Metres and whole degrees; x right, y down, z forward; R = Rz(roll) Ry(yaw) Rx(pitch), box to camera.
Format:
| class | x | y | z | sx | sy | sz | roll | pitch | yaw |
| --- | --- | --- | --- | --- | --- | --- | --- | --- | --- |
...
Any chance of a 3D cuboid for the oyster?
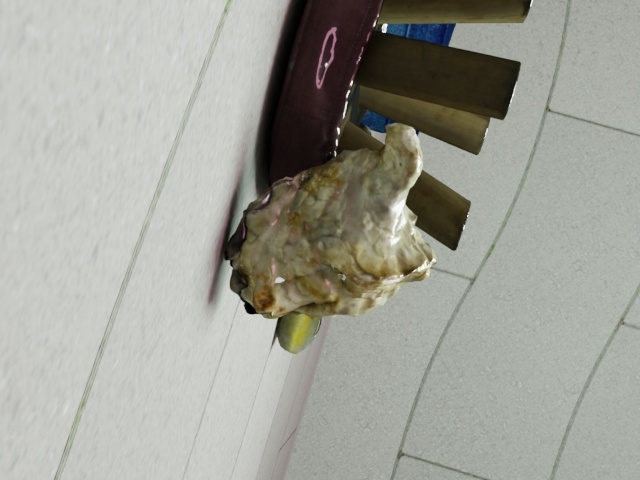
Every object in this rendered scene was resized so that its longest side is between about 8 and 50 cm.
| class | x | y | z | sx | sy | sz | roll | pitch | yaw |
| --- | --- | --- | --- | --- | --- | --- | --- | --- | --- |
| oyster | 0.016 | -0.005 | 0.733 | 0.081 | 0.163 | 0.191 | -126 | -128 | -61 |

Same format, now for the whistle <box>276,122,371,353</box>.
| class | x | y | z | sx | sy | sz | roll | pitch | yaw |
| --- | --- | --- | --- | --- | --- | --- | --- | --- | --- |
| whistle | 0.001 | 0.000 | 1.221 | 0.068 | 0.057 | 0.326 | -65 | 170 | -61 |

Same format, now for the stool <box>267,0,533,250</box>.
| class | x | y | z | sx | sy | sz | roll | pitch | yaw |
| --- | --- | --- | --- | --- | --- | --- | --- | --- | --- |
| stool | 0.071 | -0.138 | 0.839 | 0.272 | 0.178 | 0.272 | 17 | 90 | -85 |

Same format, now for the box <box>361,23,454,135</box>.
| class | x | y | z | sx | sy | sz | roll | pitch | yaw |
| --- | --- | --- | --- | --- | --- | --- | --- | --- | --- |
| box | 0.142 | -0.333 | 1.363 | 0.261 | 0.116 | 0.279 | 101 | 7 | -56 |
